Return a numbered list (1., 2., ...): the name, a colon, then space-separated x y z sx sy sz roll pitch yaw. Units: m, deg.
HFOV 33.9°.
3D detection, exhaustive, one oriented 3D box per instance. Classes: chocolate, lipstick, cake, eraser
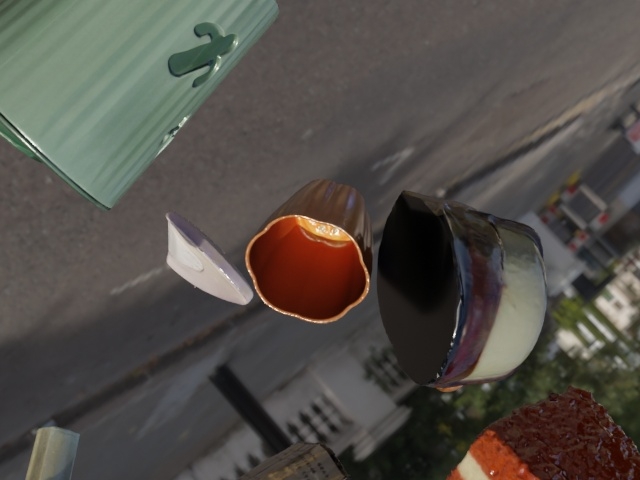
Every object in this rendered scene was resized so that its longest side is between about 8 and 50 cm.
1. chocolate: 0.212 0.065 1.493 0.186 0.284 0.283 -4 152 -20
2. lipstick: -0.465 0.441 1.750 0.077 0.253 0.079 26 148 -36
3. cake: 0.390 0.467 1.823 0.269 0.270 0.319 -13 141 -35
4. eraser: -0.240 0.052 2.300 0.059 0.243 0.204 -47 165 -29

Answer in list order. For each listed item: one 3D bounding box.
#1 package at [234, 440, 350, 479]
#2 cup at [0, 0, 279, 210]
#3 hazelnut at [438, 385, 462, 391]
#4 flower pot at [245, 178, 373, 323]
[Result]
1. package: -0.081 0.404 1.777 0.204 0.062 0.251 -25 -170 -18
2. cup: -0.290 -0.273 1.471 0.392 0.310 0.401 -45 -165 -3
3. hazelnut: 0.232 0.237 1.939 0.086 0.086 0.086 -40 168 -11
4. flower pot: 0.000 0.000 1.591 0.191 0.190 0.173 -51 -172 35
